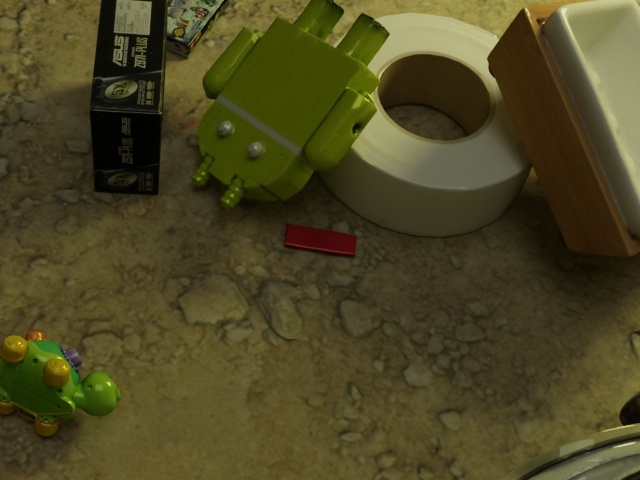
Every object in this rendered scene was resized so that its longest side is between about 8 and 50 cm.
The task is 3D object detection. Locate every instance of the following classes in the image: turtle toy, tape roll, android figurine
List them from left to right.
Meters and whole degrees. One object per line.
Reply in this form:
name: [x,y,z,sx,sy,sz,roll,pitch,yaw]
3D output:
turtle toy: [-0.262,0.140,1.053,0.130,0.095,0.066,25,34,7]
android figurine: [-0.044,-0.158,1.231,0.273,0.056,0.248,-51,50,0]
tape roll: [0.130,-0.147,1.307,0.286,0.100,0.286,4,55,-6]

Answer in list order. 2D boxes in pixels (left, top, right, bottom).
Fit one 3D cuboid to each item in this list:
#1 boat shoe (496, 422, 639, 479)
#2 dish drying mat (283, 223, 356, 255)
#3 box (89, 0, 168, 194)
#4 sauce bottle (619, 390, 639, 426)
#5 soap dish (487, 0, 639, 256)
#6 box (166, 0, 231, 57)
boat shoe: [0.206,0.274,1.028,0.302,0.113,0.103,-21,62,-10]
dish drying mat: [0.000,0.000,1.238,0.083,0.008,0.032,9,54,-3]
box: [-0.220,-0.169,1.232,0.077,0.147,0.180,3,56,-8]
sauce bottle: [0.433,0.290,1.052,0.111,0.111,0.344,-19,63,-21]
soap dish: [0.325,-0.133,1.231,0.229,0.118,0.291,-21,87,-48]
box: [-0.183,-0.308,1.408,0.094,0.027,0.137,23,55,8]
